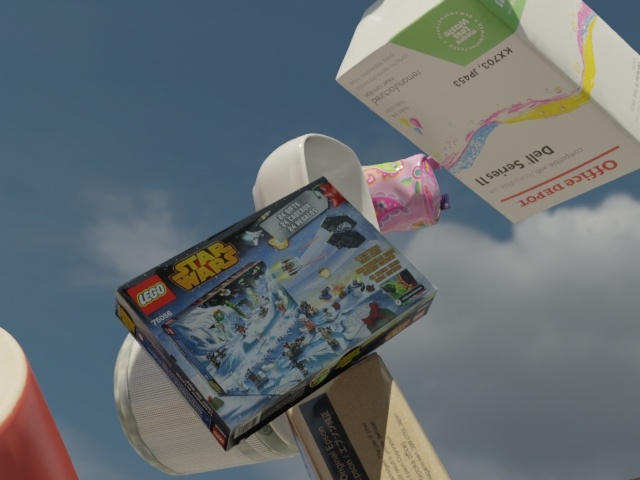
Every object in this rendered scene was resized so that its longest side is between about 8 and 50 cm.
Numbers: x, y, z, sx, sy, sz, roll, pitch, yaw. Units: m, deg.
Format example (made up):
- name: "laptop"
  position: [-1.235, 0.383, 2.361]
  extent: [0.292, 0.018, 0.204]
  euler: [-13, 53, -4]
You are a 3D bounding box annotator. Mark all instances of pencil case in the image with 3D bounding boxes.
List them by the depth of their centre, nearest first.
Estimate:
- name: "pencil case"
  position: [0.057, -0.063, 1.560]
  extent: [0.284, 0.124, 0.124]
  euler: [-10, -44, 19]

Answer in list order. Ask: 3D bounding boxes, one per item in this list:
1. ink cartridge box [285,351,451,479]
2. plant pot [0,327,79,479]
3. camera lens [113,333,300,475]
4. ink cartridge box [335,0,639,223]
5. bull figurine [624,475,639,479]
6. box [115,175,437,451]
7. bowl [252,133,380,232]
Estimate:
- name: "ink cartridge box"
  position: [0.060, 0.232, 0.751]
  extent: [0.088, 0.193, 0.235]
  euler: [-25, -36, -8]
- name: "plant pot"
  position: [-0.255, 0.190, 0.570]
  extent: [0.274, 0.275, 0.243]
  euler: [5, -63, 10]
- name: "camera lens"
  position: [-0.112, 0.182, 1.259]
  extent: [0.274, 0.219, 0.219]
  euler: [-16, -47, 28]
- name: "ink cartridge box"
  position: [0.220, -0.147, 1.036]
  extent: [0.353, 0.119, 0.207]
  euler: [35, -36, -21]
- name: "bull figurine"
  position: [0.271, 0.228, 0.701]
  extent: [0.310, 0.188, 0.101]
  euler: [-20, -57, 16]
- name: "box"
  position: [-0.021, 0.031, 0.490]
  extent: [0.094, 0.137, 0.027]
  euler: [47, -32, 22]
- name: "bowl"
  position: [0.000, 0.000, 0.684]
  extent: [0.053, 0.142, 0.142]
  euler: [-14, -5, 18]
